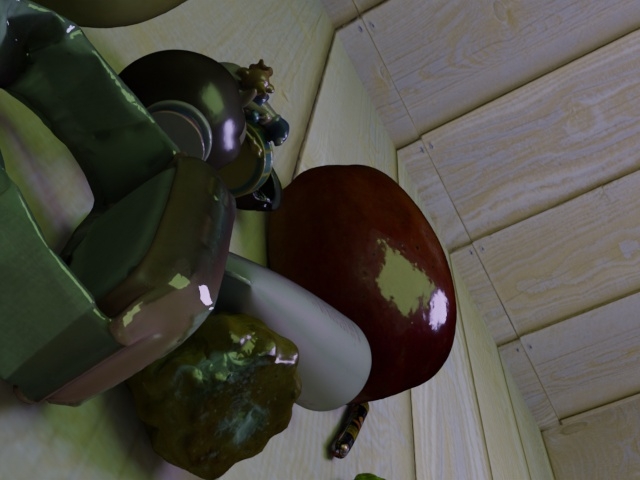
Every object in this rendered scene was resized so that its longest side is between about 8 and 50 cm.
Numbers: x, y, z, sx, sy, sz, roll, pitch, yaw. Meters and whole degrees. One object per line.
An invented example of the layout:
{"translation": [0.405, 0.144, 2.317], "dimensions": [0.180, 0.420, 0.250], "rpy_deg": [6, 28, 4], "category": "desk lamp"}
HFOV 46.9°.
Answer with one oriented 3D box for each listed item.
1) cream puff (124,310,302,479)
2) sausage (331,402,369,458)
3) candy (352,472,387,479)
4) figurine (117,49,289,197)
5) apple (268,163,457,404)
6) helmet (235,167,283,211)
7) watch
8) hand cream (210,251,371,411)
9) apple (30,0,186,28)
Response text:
{"translation": [-0.097, 0.116, 0.612], "dimensions": [0.116, 0.146, 0.146], "rpy_deg": [28, -11, 38], "category": "cream puff"}
{"translation": [0.043, 0.257, 1.019], "dimensions": [0.198, 0.025, 0.029], "rpy_deg": [-27, 134, -76], "category": "sausage"}
{"translation": [0.065, 0.330, 0.852], "dimensions": [0.097, 0.096, 0.209], "rpy_deg": [63, -1, -10], "category": "candy"}
{"translation": [-0.133, -0.116, 0.773], "dimensions": [0.275, 0.161, 0.158], "rpy_deg": [-25, 106, -70], "category": "figurine"}
{"translation": [0.061, 0.063, 1.129], "dimensions": [0.329, 0.294, 0.365], "rpy_deg": [110, -35, -67], "category": "apple"}
{"translation": [-0.102, -0.082, 0.964], "dimensions": [0.123, 0.070, 0.098], "rpy_deg": [57, 22, -55], "category": "helmet"}
{"translation": [-0.188, -0.048, 0.497], "dimensions": [0.241, 0.161, 0.253], "rpy_deg": [49, 21, -27], "category": "watch"}
{"translation": [-0.060, 0.080, 0.756], "dimensions": [0.185, 0.118, 0.358], "rpy_deg": [23, -13, 35], "category": "hand cream"}
{"translation": [-0.201, -0.336, 0.628], "dimensions": [0.254, 0.292, 0.292], "rpy_deg": [41, 0, 33], "category": "apple"}
